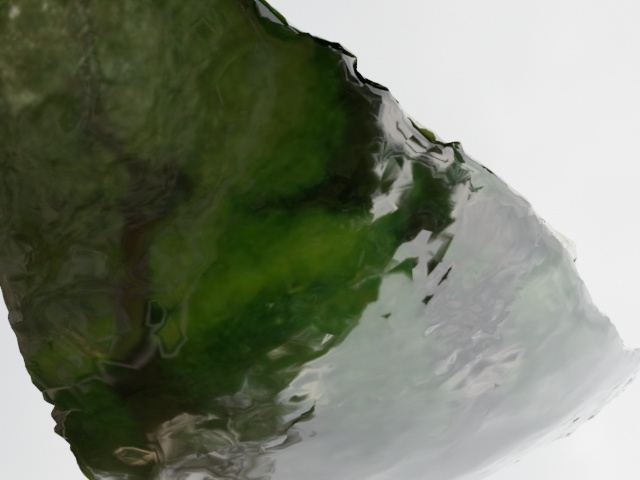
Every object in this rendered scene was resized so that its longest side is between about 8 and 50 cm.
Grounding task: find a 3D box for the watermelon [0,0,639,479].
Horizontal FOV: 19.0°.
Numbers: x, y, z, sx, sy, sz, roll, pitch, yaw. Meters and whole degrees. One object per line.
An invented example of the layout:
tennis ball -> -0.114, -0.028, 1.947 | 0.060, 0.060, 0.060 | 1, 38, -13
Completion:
watermelon -> 0.000, 0.000, 0.441 | 0.123, 0.301, 0.129 | -21, -101, 9
